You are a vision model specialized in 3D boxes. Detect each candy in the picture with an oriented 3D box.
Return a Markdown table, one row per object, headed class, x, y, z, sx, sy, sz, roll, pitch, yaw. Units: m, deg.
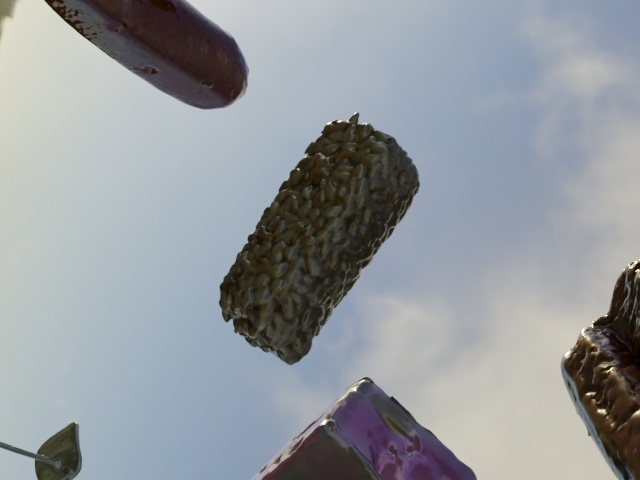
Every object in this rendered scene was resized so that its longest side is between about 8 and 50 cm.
| class | x | y | z | sx | sy | sz | roll | pitch | yaw |
| --- | --- | --- | --- | --- | --- | --- | --- | --- | --- |
| candy | 0.003 | 0.261 | 0.952 | 0.265 | 0.155 | 0.116 | -48 | 174 | 30 |

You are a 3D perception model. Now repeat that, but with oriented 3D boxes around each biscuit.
| class | x | y | z | sx | sy | sz | roll | pitch | yaw |
| --- | --- | --- | --- | --- | --- | --- | --- | --- | --- |
| biscuit | 0.000 | 0.000 | 0.690 | 0.070 | 0.082 | 0.168 | 18 | -115 | 39 |

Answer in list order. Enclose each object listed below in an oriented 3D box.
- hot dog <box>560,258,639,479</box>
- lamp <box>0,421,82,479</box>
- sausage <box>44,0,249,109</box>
| class | x | y | z | sx | sy | sz | roll | pitch | yaw |
| --- | --- | --- | --- | --- | --- | --- | --- | --- | --- |
| hot dog | 0.275 | 0.122 | 0.725 | 0.158 | 0.117 | 0.349 | -56 | -167 | 13 |
| lamp | -0.263 | 0.136 | 0.793 | 0.050 | 0.198 | 0.056 | -37 | -134 | 15 |
| sausage | -0.200 | -0.240 | 1.164 | 0.094 | 0.348 | 0.097 | -21 | -119 | 27 |
